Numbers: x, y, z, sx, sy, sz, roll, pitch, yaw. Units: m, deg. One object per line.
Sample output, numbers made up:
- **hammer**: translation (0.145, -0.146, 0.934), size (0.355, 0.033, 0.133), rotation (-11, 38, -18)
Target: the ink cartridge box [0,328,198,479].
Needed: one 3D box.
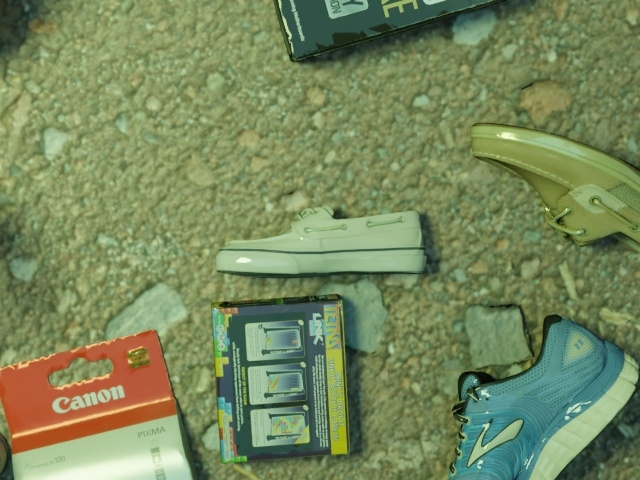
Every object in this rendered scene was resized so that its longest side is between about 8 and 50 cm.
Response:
- **ink cartridge box**: translation (-0.237, 0.233, 1.276), size (0.189, 0.066, 0.232), rotation (-14, 101, -2)

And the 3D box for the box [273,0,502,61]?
- **box**: translation (0.043, -0.361, 1.219), size (0.242, 0.076, 0.307), rotation (-16, 97, -3)

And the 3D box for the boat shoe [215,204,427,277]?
- **boat shoe**: translation (0.000, 0.000, 1.263), size (0.226, 0.083, 0.076), rotation (0, 84, -15)

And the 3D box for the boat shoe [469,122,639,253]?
- **boat shoe**: translation (0.288, -0.040, 1.259), size (0.302, 0.109, 0.098), rotation (21, 93, -12)

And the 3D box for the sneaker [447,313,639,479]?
- **sneaker**: translation (0.185, 0.217, 1.284), size (0.147, 0.130, 0.330), rotation (41, 89, 7)

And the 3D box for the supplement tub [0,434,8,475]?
- **supplement tub**: translation (-0.368, 0.236, 1.239), size (0.071, 0.107, 0.071), rotation (0, 96, -4)

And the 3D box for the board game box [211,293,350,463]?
- **board game box**: translation (-0.043, 0.147, 1.283), size (0.141, 0.048, 0.170), rotation (-3, 96, -6)
